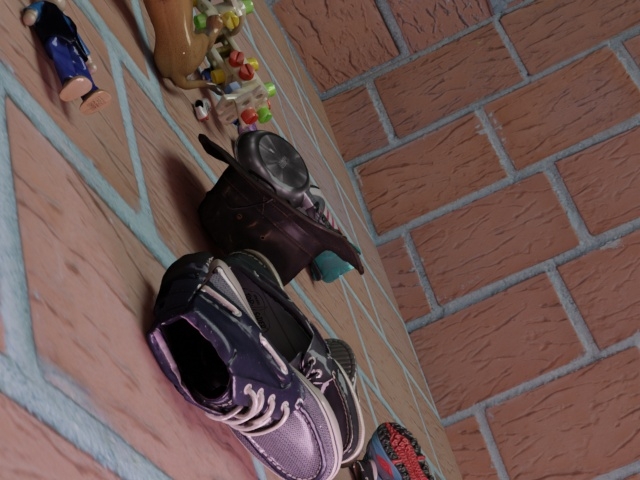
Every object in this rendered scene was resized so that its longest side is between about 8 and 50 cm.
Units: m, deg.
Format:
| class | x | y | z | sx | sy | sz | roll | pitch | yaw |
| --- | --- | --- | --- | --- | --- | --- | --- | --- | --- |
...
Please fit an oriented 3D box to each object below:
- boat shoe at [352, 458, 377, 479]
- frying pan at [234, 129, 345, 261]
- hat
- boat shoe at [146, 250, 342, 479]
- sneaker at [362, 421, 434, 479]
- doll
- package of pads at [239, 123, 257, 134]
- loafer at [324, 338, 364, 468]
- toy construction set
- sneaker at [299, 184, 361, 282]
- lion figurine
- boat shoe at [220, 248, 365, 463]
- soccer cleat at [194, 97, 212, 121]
| class | x | y | z | sx | sy | sz | roll | pitch | yaw |
| --- | --- | --- | --- | --- | --- | --- | --- | --- | --- |
| boat shoe | 0.083 | 0.436 | 1.991 | 0.046 | 0.038 | 0.125 | 118 | -30 | -44 |
| frying pan | -0.060 | -0.095 | 2.321 | 0.197 | 0.053 | 0.326 | -11 | 67 | -54 |
| hat | -0.092 | -0.015 | 1.760 | 0.331 | 0.134 | 0.331 | 38 | -3 | 3 |
| boat shoe | -0.091 | 0.187 | 1.348 | 0.340 | 0.127 | 0.158 | 55 | 17 | -15 |
| sneaker | 0.148 | 0.460 | 2.029 | 0.104 | 0.125 | 0.262 | 6 | 47 | -30 |
| doll | -0.309 | -0.235 | 1.386 | 0.129 | 0.046 | 0.189 | 36 | 23 | -56 |
| package of pads | -0.155 | -0.236 | 2.482 | 0.083 | 0.032 | 0.050 | -100 | 166 | -62 |
| loafer | 0.021 | 0.278 | 1.943 | 0.087 | 0.094 | 0.251 | 93 | -6 | -48 |
| toy construction set | -0.166 | -0.345 | 2.219 | 0.215 | 0.151 | 0.328 | 113 | -37 | -57 |
| sneaker | 0.000 | 0.000 | 2.506 | 0.178 | 0.123 | 0.295 | 58 | 3 | 21 |
| lion figurine | -0.256 | -0.394 | 1.912 | 0.240 | 0.142 | 0.392 | -76 | 146 | -66 |
| boat shoe | -0.053 | 0.162 | 1.597 | 0.340 | 0.127 | 0.113 | 65 | 9 | 8 |
| soccer cleat | -0.219 | -0.249 | 2.108 | 0.083 | 0.029 | 0.036 | -93 | 162 | -58 |
